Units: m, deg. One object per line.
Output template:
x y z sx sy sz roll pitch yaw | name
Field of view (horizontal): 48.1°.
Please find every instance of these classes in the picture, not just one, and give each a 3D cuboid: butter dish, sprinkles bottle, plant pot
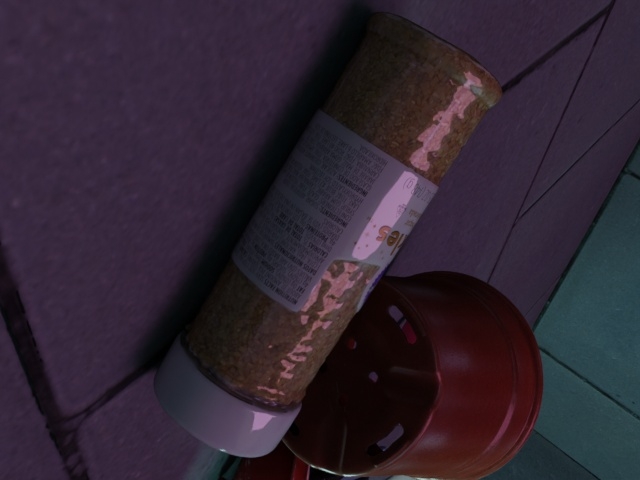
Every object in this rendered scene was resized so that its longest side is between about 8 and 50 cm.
-0.076 0.323 0.911 0.160 0.118 0.160 -66 162 -80 | butter dish
0.000 0.000 0.580 0.355 0.121 0.121 -58 157 10 | sprinkles bottle
0.086 0.153 0.818 0.272 0.272 0.265 -57 150 9 | plant pot

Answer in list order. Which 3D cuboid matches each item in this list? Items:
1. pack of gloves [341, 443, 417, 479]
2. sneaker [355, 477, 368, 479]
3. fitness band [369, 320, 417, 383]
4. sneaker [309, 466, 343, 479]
0.035 0.417 1.202 0.232 0.046 0.195 -34 128 8 | pack of gloves
0.052 0.445 1.289 0.131 0.148 0.350 -31 148 -43 | sneaker
0.156 0.222 1.298 0.209 0.054 0.291 -47 158 -17 | fitness band
-0.028 0.351 1.081 0.286 0.109 0.130 -37 160 -14 | sneaker
